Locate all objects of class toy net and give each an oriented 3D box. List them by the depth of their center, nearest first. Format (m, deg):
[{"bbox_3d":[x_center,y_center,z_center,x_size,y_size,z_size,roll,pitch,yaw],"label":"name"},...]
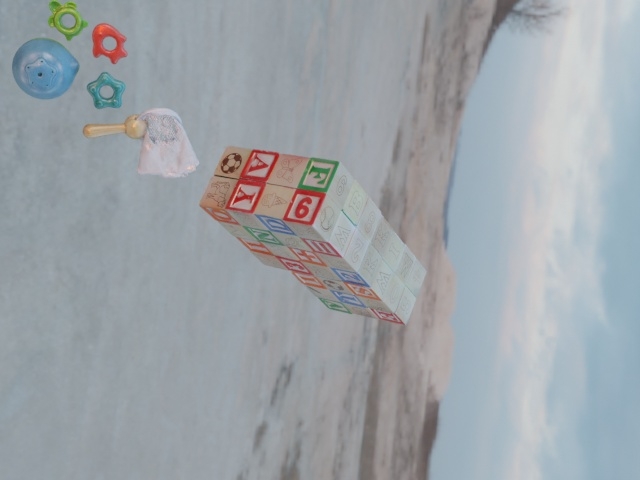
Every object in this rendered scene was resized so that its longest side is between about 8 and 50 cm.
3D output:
[{"bbox_3d":[-0.227,-0.163,1.008,0.122,0.232,0.045,-51,-160,10],"label":"toy net"}]

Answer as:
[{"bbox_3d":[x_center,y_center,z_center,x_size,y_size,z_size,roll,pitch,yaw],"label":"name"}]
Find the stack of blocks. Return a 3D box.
[{"bbox_3d":[0.000,0.000,1.157,0.297,0.171,0.087,47,61,-51],"label":"stack of blocks"}]
